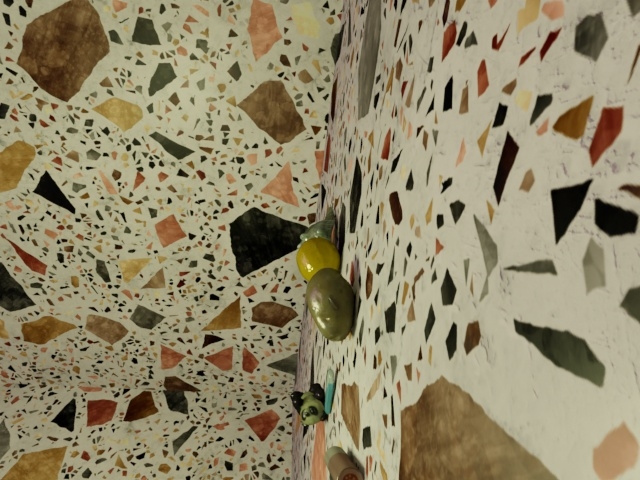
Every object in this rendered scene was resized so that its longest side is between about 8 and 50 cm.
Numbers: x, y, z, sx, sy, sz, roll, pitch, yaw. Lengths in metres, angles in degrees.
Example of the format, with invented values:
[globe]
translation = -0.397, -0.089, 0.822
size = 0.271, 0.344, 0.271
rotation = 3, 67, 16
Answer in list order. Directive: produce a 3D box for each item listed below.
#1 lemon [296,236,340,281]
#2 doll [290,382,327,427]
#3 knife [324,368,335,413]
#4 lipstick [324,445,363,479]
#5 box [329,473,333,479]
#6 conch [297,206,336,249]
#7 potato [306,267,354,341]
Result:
[lemon]
translation = -0.005, 0.084, 1.834
size = 0.178, 0.178, 0.203
rotation = 100, 151, -45
[doll]
translation = -0.040, 0.695, 1.951
size = 0.234, 0.143, 0.135
rotation = 135, 116, -80
[knife]
translation = 0.036, 0.576, 1.754
size = 0.064, 0.031, 0.222
rotation = -103, 14, -59
[lipstick]
translation = 0.059, 0.625, 1.265
size = 0.254, 0.070, 0.070
rotation = 118, 156, -76
[box]
translation = 0.052, 0.746, 1.416
size = 0.177, 0.035, 0.115
rotation = -98, 14, -67
[conch]
translation = -0.013, -0.001, 2.026
size = 0.203, 0.169, 0.386
rotation = 130, 145, -58
[potato]
translation = 0.033, 0.203, 1.467
size = 0.178, 0.160, 0.235
rotation = 22, -130, -56
